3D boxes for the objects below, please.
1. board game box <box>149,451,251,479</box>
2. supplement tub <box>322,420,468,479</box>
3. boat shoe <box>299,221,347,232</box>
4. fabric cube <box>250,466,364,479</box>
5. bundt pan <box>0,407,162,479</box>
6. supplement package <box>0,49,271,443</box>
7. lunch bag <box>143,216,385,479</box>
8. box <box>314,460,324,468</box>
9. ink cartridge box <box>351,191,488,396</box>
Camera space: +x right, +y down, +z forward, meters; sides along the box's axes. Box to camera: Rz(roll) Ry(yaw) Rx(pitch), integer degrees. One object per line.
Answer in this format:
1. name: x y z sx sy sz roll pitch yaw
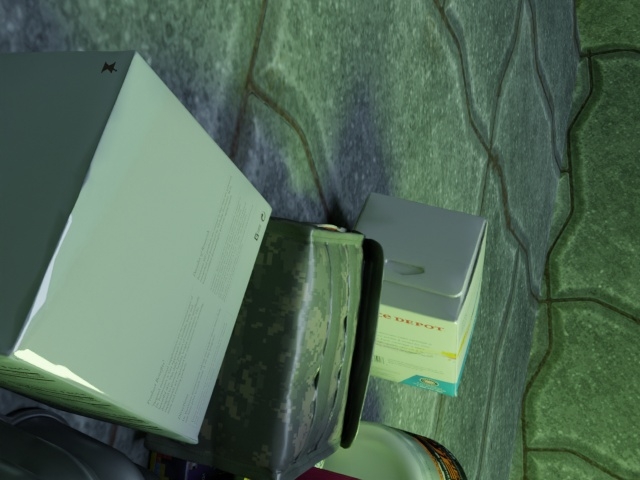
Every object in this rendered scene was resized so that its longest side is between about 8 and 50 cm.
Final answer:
1. board game box: -0.122 0.287 0.809 0.141 0.048 0.170 11 85 -66
2. supplement tub: 0.102 0.366 1.133 0.316 0.193 0.193 38 61 -62
3. boat shoe: 0.000 0.000 1.013 0.137 0.049 0.043 12 86 -70
4. fabric cube: 0.019 0.368 0.684 0.258 0.259 0.254 -8 110 -82
5. bundt pan: -0.202 0.289 0.551 0.331 0.124 0.331 7 90 -65
6. supplement package: -0.161 0.010 0.544 0.203 0.149 0.194 51 50 -56
7. lunch bag: -0.031 0.097 0.828 0.287 0.169 0.235 6 93 -69
8. box: -0.009 0.217 1.028 0.059 0.054 0.169 62 40 -50
9. ink cartridge box: 0.127 0.078 1.106 0.232 0.171 0.168 79 29 -56
